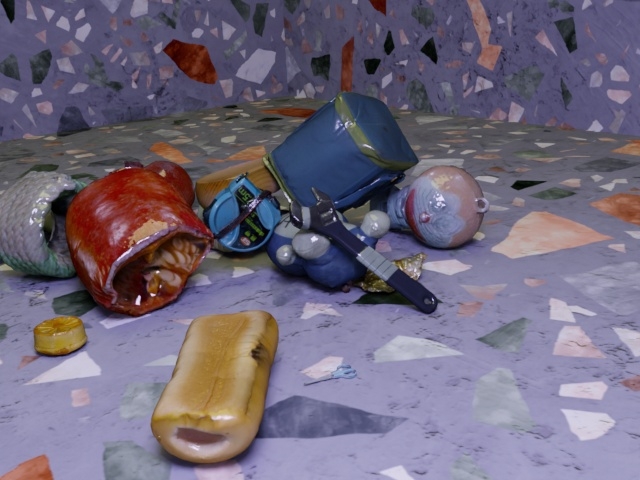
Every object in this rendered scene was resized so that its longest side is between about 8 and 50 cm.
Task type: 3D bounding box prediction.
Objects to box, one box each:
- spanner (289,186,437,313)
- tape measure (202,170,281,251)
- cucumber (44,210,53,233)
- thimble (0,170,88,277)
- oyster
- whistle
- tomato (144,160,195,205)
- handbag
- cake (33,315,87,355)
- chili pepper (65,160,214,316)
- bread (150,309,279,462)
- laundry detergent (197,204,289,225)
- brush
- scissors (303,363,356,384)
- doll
[{"bbox_3d":[0.081,0.019,1.200,0.316,0.024,0.087,37,57,0],"label":"spanner"},{"bbox_3d":[-0.149,-0.045,1.317,0.146,0.125,0.081,-42,21,4],"label":"tape measure"},{"bbox_3d":[-0.573,-0.050,1.647,0.326,0.105,0.145,7,-5,26],"label":"cucumber"},{"bbox_3d":[-0.565,-0.034,1.419,0.150,0.218,0.219,6,21,24],"label":"thimble"},{"bbox_3d":[0.133,0.071,1.316,0.146,0.045,0.121,0,34,9],"label":"oyster"},{"bbox_3d":[0.220,-0.071,1.520,0.189,0.189,0.348,-20,14,-40],"label":"whistle"},{"bbox_3d":[-0.406,-0.130,1.770,0.167,0.167,0.167,-2,20,1],"label":"tomato"},{"bbox_3d":[0.049,-0.181,1.504,0.241,0.222,0.263,-37,-11,29],"label":"handbag"},{"bbox_3d":[-0.428,0.157,1.123,0.084,0.044,0.084,-2,18,1],"label":"cake"},{"bbox_3d":[-0.341,0.012,1.307,0.251,0.229,0.305,-22,36,-23],"label":"chili pepper"},{"bbox_3d":[-0.134,0.189,0.928,0.142,0.091,0.305,-9,19,5],"label":"bread"},{"bbox_3d":[-0.182,-0.065,1.674,0.226,0.070,0.099,7,34,16],"label":"laundry detergent"},{"bbox_3d":[-0.151,-0.093,1.564,0.174,0.166,0.267,2,24,46],"label":"brush"},{"bbox_3d":[0.013,0.200,1.004,0.083,0.006,0.036,-12,24,-25],"label":"scissors"},{"bbox_3d":[0.000,0.000,1.342,0.228,0.154,0.258,-20,27,-23],"label":"doll"}]
